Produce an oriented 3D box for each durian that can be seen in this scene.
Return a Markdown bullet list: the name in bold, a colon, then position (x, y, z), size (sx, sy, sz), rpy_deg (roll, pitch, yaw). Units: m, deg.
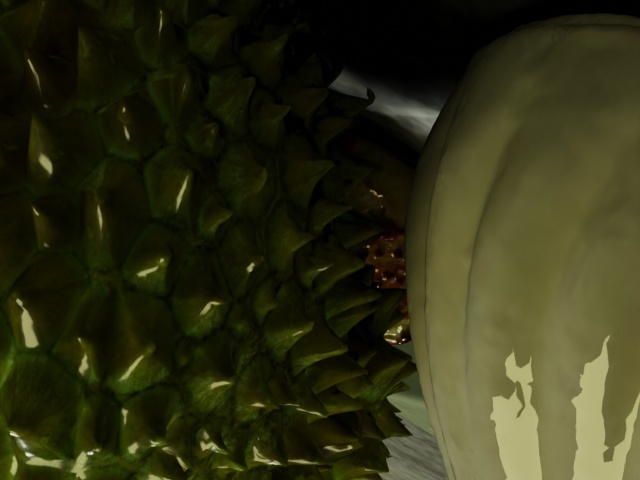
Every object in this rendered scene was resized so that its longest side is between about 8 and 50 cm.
- **durian**: position (-0.089, 0.007, 0.574), size (0.291, 0.224, 0.291), rpy_deg (58, 171, 15)

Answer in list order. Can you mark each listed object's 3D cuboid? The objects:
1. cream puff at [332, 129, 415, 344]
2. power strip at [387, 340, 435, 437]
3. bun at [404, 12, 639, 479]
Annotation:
- **cream puff**: position (0.000, 0.000, 0.761), size (0.149, 0.084, 0.149), rpy_deg (27, 170, 5)
- **power strip**: position (0.109, 0.100, 1.007), size (0.093, 0.053, 0.288), rpy_deg (34, 167, -23)
- **bun**: position (0.125, 0.064, 0.514), size (0.263, 0.175, 0.263), rpy_deg (30, 169, 6)
